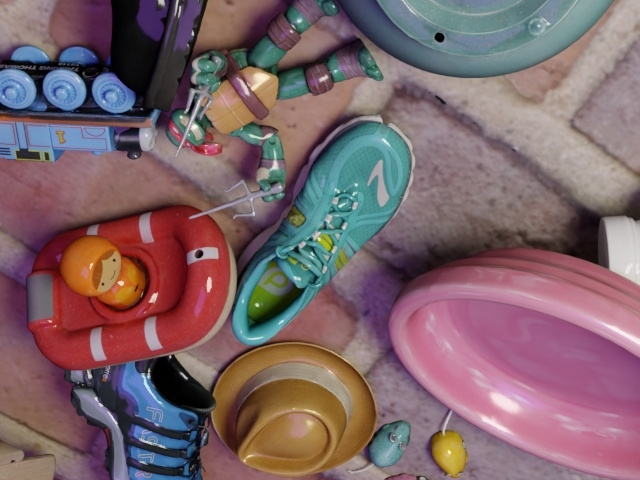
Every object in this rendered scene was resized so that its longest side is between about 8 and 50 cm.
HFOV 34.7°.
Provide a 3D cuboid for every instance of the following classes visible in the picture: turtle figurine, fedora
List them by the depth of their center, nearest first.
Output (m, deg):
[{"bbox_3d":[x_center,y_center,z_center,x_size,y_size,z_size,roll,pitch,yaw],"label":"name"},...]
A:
[{"bbox_3d":[-0.068,-0.133,0.954,0.234,0.118,0.175,-36,140,8],"label":"turtle figurine"},{"bbox_3d":[-0.034,0.205,1.135,0.194,0.079,0.194,4,116,7],"label":"fedora"}]

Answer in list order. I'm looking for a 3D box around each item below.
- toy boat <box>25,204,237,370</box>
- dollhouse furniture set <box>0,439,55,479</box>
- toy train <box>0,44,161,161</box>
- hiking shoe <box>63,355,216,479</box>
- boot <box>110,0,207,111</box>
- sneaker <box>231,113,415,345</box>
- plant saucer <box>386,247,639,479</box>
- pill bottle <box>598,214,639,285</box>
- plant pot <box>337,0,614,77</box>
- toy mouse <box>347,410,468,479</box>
[{"bbox_3d":[-0.203,0.038,1.020,0.231,0.151,0.151,-13,70,13],"label":"toy boat"},{"bbox_3d":[-0.465,0.340,1.273,0.303,0.198,0.287,17,97,34],"label":"dollhouse furniture set"},{"bbox_3d":[-0.240,-0.131,1.008,0.184,0.080,0.105,3,125,4],"label":"toy train"},{"bbox_3d":[-0.171,0.226,1.145,0.132,0.113,0.304,-17,112,16],"label":"hiking shoe"},{"bbox_3d":[-0.216,-0.299,0.886,0.260,0.131,0.348,8,106,-3],"label":"boot"},{"bbox_3d":[0.000,0.000,1.015,0.107,0.110,0.275,32,115,-8],"label":"sneaker"},{"bbox_3d":[0.228,0.114,0.977,0.332,0.084,0.332,24,154,12],"label":"plant saucer"},{"bbox_3d":[0.396,0.018,0.946,0.264,0.146,0.146,-2,115,10],"label":"pill bottle"},{"bbox_3d":[0.126,-0.257,0.825,0.293,0.196,0.293,3,115,6],"label":"plant pot"},{"bbox_3d":[0.098,0.263,1.170,0.143,0.031,0.161,-8,114,12],"label":"toy mouse"}]
